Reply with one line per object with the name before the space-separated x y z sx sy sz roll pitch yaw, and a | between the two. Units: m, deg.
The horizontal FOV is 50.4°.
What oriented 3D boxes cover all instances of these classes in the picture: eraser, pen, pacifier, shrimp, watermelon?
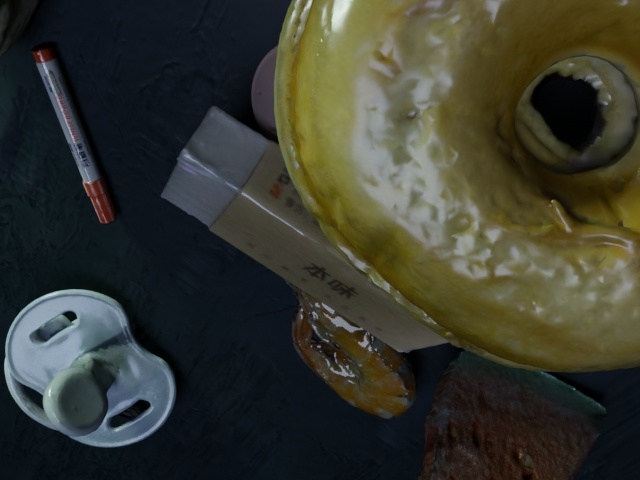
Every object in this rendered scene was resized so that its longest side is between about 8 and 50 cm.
eraser | 0.000 0.000 0.730 0.343 0.078 0.144 33 156 -10
pen | -0.306 -0.128 0.856 0.028 0.028 0.239 1 122 22
pacifier | -0.349 0.218 0.991 0.227 0.207 0.279 -33 109 0
shrimp | 0.008 0.111 0.875 0.164 0.062 0.317 -20 112 40
watermelon | 0.199 0.262 0.773 0.193 0.256 0.140 21 128 17

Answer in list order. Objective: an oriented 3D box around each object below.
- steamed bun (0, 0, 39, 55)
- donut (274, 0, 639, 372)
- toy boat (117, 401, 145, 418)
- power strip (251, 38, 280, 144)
steamed bun | -0.459 -0.297 0.604 0.255 0.368 0.342 53 146 2
donut | 0.187 -0.106 0.510 0.449 0.198 0.449 2 108 6
toy boat | -0.378 0.247 1.128 0.210 0.066 0.084 34 127 -15
power strip | 0.010 -0.143 0.681 0.154 0.078 0.154 12 130 14
